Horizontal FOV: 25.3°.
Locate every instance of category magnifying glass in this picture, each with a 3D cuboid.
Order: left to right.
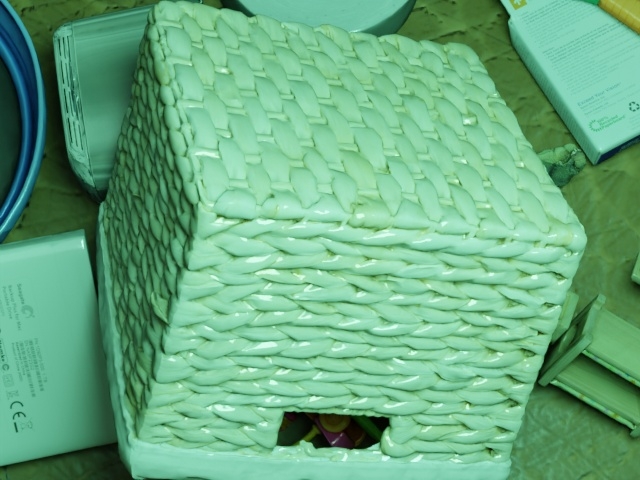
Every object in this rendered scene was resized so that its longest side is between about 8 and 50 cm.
[{"bbox_3d":[0.268,-0.262,1.435,0.231,0.026,0.092,38,74,10],"label":"magnifying glass"}]

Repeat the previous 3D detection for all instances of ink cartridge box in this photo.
[{"bbox_3d":[0.315,-0.219,1.459,0.223,0.045,0.224,-27,74,-9],"label":"ink cartridge box"}]

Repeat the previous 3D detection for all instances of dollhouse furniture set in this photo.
[{"bbox_3d":[0.264,0.068,1.364,0.182,0.101,0.161,30,51,-3],"label":"dollhouse furniture set"}]

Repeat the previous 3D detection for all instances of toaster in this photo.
[{"bbox_3d":[-0.172,-0.137,1.372,0.146,0.129,0.227,-9,79,-3],"label":"toaster"}]

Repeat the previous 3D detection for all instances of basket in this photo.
[{"bbox_3d":[0.000,0.000,1.178,0.328,0.266,0.331,5,34,-18],"label":"basket"}]

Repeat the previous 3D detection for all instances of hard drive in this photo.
[{"bbox_3d":[-0.347,0.117,1.296,0.308,0.040,0.203,-11,106,-5],"label":"hard drive"}]

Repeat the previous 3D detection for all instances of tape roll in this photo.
[{"bbox_3d":[-0.001,-0.294,1.451,0.219,0.072,0.219,1,75,-3],"label":"tape roll"}]

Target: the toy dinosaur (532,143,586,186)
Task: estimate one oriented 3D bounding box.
[{"bbox_3d":[0.131,-0.086,1.411,0.268,0.064,0.118,-14,83,-3],"label":"toy dinosaur"}]

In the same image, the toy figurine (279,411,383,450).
[{"bbox_3d":[-0.047,0.180,1.314,0.159,0.130,0.173,-42,59,-3],"label":"toy figurine"}]

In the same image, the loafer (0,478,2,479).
[{"bbox_3d":[-0.376,0.203,1.248,0.096,0.084,0.267,-44,106,6],"label":"loafer"}]

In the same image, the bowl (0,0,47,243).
[{"bbox_3d":[-0.457,-0.108,1.377,0.391,0.077,0.391,1,76,-3],"label":"bowl"}]
